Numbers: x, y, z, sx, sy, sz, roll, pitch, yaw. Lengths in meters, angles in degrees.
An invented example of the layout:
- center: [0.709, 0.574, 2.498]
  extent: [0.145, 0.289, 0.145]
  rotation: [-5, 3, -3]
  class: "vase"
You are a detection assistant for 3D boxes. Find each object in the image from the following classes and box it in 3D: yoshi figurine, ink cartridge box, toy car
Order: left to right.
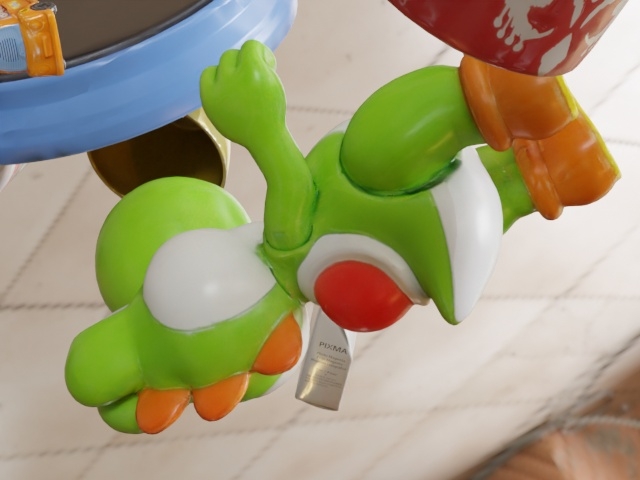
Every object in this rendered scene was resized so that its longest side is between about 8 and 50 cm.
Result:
- center: [-0.145, -0.124, 0.640]
  extent: [0.041, 0.060, 0.122]
  rotation: [-22, 142, -26]
  class: "toy car"
- center: [-0.012, -0.023, 0.884]
  extent: [0.362, 0.203, 0.203]
  rotation: [-32, -176, 9]
  class: "yoshi figurine"
- center: [0.029, 0.036, 1.483]
  extent: [0.066, 0.189, 0.232]
  rotation: [17, 131, -4]
  class: "ink cartridge box"

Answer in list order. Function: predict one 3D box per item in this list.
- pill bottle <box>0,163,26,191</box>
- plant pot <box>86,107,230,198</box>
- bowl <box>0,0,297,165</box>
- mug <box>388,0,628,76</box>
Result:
- center: [-0.437, -0.145, 1.768]
  extent: [0.161, 0.161, 0.283]
  rotation: [-33, -167, 9]
  class: "pill bottle"
- center: [-0.138, -0.104, 1.294]
  extent: [0.134, 0.095, 0.134]
  rotation: [10, 134, 10]
  class: "plant pot"
- center: [-0.218, -0.208, 1.316]
  extent: [0.391, 0.391, 0.077]
  rotation: [-24, 123, -10]
  class: "bowl"
- center: [0.072, -0.145, 0.427]
  extent: [0.150, 0.113, 0.169]
  rotation: [-2, 137, -38]
  class: "mug"
